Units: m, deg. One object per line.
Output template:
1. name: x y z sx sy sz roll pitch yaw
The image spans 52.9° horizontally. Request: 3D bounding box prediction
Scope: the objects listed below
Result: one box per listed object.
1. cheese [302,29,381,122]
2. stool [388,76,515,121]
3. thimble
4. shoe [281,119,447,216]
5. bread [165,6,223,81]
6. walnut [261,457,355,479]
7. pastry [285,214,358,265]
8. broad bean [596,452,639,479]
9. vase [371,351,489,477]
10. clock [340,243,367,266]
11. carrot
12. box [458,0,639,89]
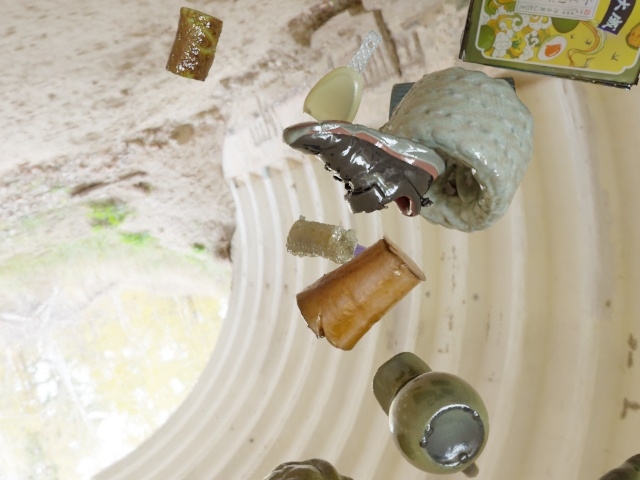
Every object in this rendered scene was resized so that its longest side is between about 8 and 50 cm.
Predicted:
1. cheese: 0.065 -0.385 1.535 0.252 0.127 0.054 -57 -178 16
2. stool: 0.362 -0.314 1.812 0.329 0.298 0.297 4 -168 9
3. thimble: 0.250 -0.171 1.226 0.291 0.291 0.195 -10 -141 53
4. shoe: 0.064 -0.110 1.038 0.290 0.137 0.114 15 178 -22
5. bread: -0.330 -0.514 1.694 0.103 0.172 0.132 31 -161 28
6. walnut: -0.032 0.671 1.576 0.276 0.282 0.253 -32 -166 48
7. pastry: -0.002 0.006 1.774 0.089 0.122 0.258 5 -173 -36
8. broad bean: 0.584 0.522 1.310 0.338 0.062 0.077 -17 -165 -31
9. vase: 0.296 0.469 1.633 0.240 0.329 0.302 -37 -165 -8
10. clock: 0.112 0.080 2.125 0.050 0.110 0.153 -37 -157 43
11. carrot: 0.092 0.108 1.482 0.254 0.196 0.196 -45 180 16
12. box: 0.546 -0.560 1.428 0.419 0.373 0.138 12 -135 10
